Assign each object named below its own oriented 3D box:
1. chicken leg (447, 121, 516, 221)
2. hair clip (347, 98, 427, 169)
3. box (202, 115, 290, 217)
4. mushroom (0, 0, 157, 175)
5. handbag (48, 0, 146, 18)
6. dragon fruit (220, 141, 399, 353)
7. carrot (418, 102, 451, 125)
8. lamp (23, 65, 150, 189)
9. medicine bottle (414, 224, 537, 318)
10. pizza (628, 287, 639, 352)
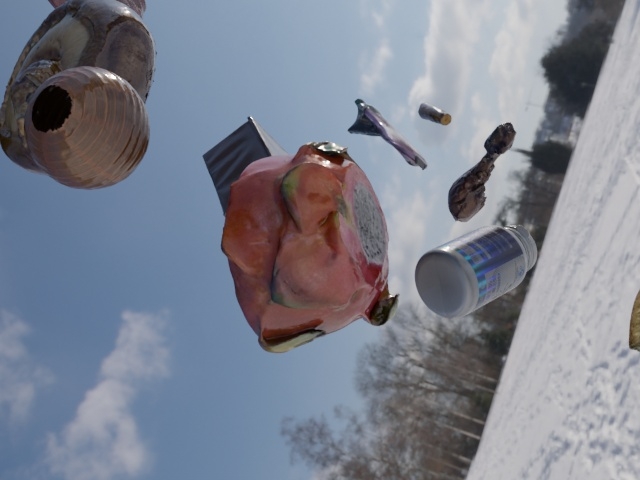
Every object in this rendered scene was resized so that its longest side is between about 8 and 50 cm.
[{"bbox_3d":[0.382,-0.163,1.592,0.304,0.093,0.113,109,-174,-47],"label":"chicken leg"},{"bbox_3d":[0.168,-0.245,1.603,0.095,0.359,0.110,-27,-56,-11],"label":"hair clip"},{"bbox_3d":[-0.126,-0.118,1.444,0.153,0.252,0.188,-37,-45,9],"label":"box"},{"bbox_3d":[-0.364,-0.225,0.992,0.163,0.297,0.278,36,-148,-35],"label":"mushroom"},{"bbox_3d":[-0.466,-0.508,1.396,0.225,0.146,0.135,52,-155,-51],"label":"handbag"},{"bbox_3d":[0.000,0.000,0.926,0.290,0.189,0.291,-8,-90,-73],"label":"dragon fruit"},{"bbox_3d":[0.273,-0.301,1.598,0.171,0.042,0.042,-121,39,-68],"label":"carrot"},{"bbox_3d":[-0.257,-0.123,0.740,0.136,0.136,0.136,16,-90,-71],"label":"lamp"},{"bbox_3d":[0.240,0.039,1.002,0.191,0.107,0.107,-20,-52,-38],"label":"medicine bottle"},{"bbox_3d":[0.255,0.029,0.412,0.123,0.108,0.026,-51,-58,-21],"label":"pizza"}]
